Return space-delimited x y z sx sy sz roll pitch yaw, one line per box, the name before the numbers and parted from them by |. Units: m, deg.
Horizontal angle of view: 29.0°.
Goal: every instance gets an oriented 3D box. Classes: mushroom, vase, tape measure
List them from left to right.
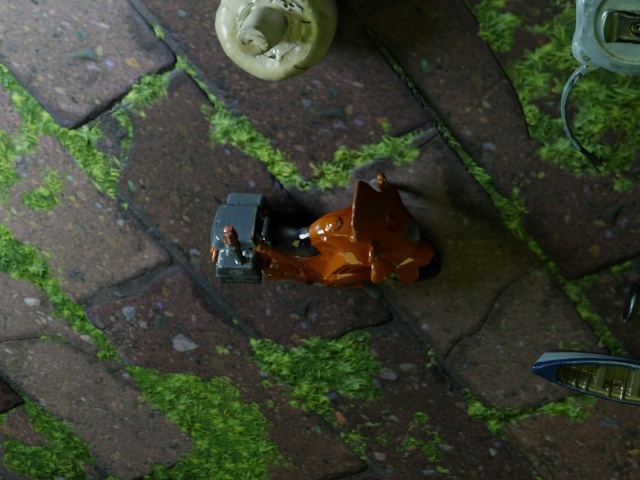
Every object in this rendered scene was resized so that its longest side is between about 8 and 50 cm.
mushroom | -0.055 -0.266 1.495 0.154 0.122 0.154 12 127 17
tape measure | 0.358 -0.191 1.436 0.164 0.084 0.330 6 129 20
vase | 0.492 0.104 1.655 0.167 0.059 0.059 14 132 8

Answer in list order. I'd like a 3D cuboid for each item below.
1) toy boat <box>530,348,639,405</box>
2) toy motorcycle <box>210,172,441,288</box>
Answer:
toy boat | 0.416 0.192 1.764 0.229 0.046 0.080 10 132 12
toy motorcycle | 0.000 0.000 1.691 0.325 0.148 0.221 3 152 10
